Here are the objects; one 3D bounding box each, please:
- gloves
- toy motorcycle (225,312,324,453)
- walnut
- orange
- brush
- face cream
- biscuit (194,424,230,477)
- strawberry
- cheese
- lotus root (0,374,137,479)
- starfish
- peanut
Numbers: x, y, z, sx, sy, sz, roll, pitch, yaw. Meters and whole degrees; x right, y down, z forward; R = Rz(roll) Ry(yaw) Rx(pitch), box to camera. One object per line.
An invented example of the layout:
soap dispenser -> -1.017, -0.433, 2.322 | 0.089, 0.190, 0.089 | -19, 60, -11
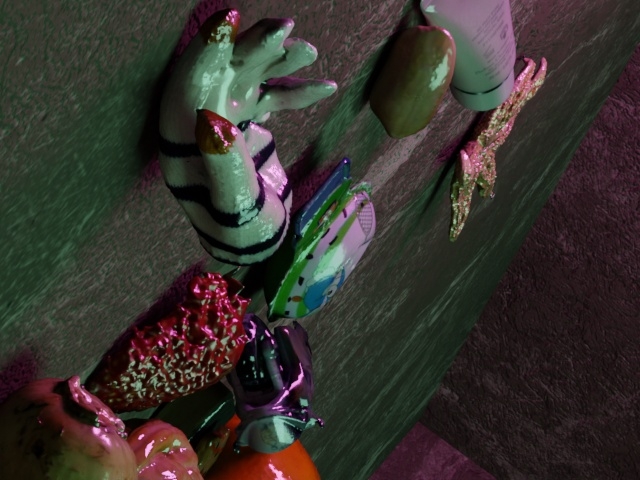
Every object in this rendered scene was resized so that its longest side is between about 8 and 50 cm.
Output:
gloves -> -0.072, -0.091, 1.377 | 0.140, 0.131, 0.218 | -42, 134, -33
toy motorcycle -> -0.052, 0.172, 1.990 | 0.106, 0.159, 0.270 | -15, 166, 8
walnut -> -0.196, 0.250, 1.725 | 0.155, 0.155, 0.184 | -57, 172, 13
orange -> -0.113, 0.359, 2.186 | 0.283, 0.226, 0.284 | -61, -179, 3
brush -> -0.177, 0.247, 2.033 | 0.197, 0.059, 0.123 | -51, 167, -13
face cream -> 0.175, -0.248, 1.982 | 0.143, 0.089, 0.314 | -51, 160, -12
biscuit -> -0.148, 0.271, 2.025 | 0.130, 0.019, 0.119 | -52, 170, -9
strawberry -> -0.146, 0.130, 1.752 | 0.208, 0.087, 0.167 | -46, 167, -31
cheese -> 0.000, 0.000, 1.969 | 0.204, 0.083, 0.320 | -51, 170, -16
lotus root -> -0.249, 0.245, 1.491 | 0.284, 0.146, 0.160 | -61, -164, 20
starfish -> 0.251, -0.135, 2.661 | 0.299, 0.060, 0.302 | -52, 165, -42
peanut -> 0.102, -0.176, 1.891 | 0.076, 0.076, 0.152 | -42, 162, -47
